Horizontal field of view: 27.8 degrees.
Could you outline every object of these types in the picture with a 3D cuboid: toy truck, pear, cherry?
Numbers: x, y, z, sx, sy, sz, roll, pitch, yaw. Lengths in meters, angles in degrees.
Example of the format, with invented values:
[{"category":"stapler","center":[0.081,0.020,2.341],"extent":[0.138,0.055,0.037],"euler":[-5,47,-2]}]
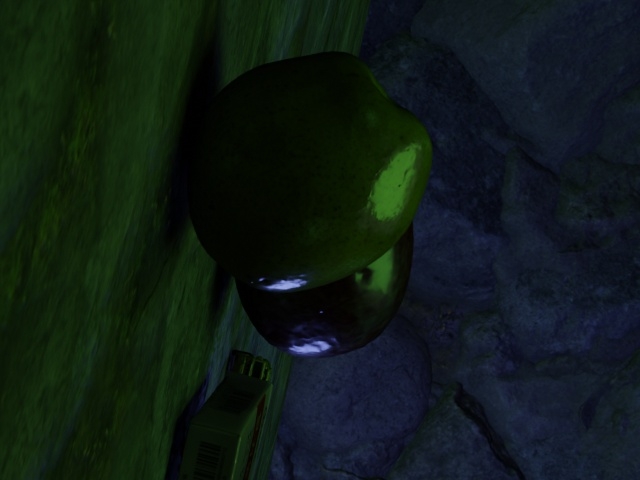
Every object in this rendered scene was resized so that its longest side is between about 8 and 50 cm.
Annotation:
[{"category":"toy truck","center":[-0.094,0.174,1.712],"extent":[0.083,0.054,0.049],"euler":[60,43,-85]},{"category":"pear","center":[-0.012,-0.055,1.034],"extent":[0.198,0.198,0.198],"euler":[13,90,-87]},{"category":"cherry","center":[0.000,0.000,1.412],"extent":[0.300,0.203,0.230],"euler":[77,24,-49]}]

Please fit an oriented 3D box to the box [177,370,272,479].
[{"category":"box","center":[-0.132,0.342,1.433],"extent":[0.214,0.069,0.353],"euler":[-50,155,-79]}]
